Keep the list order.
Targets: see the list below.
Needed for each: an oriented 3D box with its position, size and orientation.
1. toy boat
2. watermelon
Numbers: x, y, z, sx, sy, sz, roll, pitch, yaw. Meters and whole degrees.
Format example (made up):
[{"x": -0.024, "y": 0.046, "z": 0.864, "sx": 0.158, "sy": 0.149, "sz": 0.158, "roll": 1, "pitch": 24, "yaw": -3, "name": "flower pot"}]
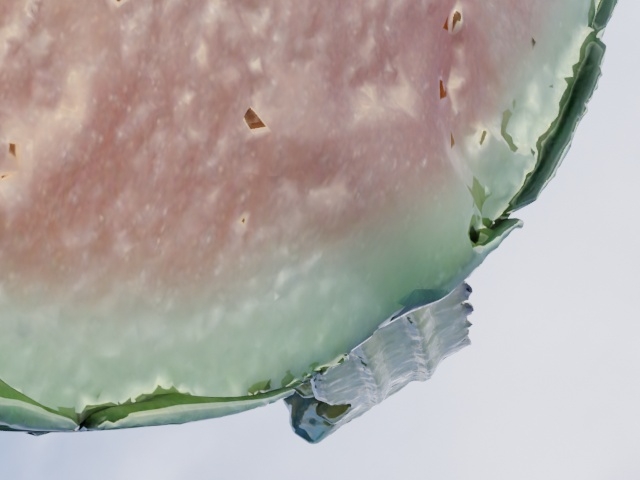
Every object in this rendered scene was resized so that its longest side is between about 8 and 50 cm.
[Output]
[{"x": 0.006, "y": -0.002, "z": 0.759, "sx": 0.084, "sy": 0.276, "sz": 0.111, "roll": -21, "pitch": -113, "yaw": -5, "name": "toy boat"}, {"x": -0.027, "y": -0.068, "z": 0.482, "sx": 0.292, "sy": 0.222, "sz": 0.319, "roll": -71, "pitch": -166, "yaw": -13, "name": "watermelon"}]
